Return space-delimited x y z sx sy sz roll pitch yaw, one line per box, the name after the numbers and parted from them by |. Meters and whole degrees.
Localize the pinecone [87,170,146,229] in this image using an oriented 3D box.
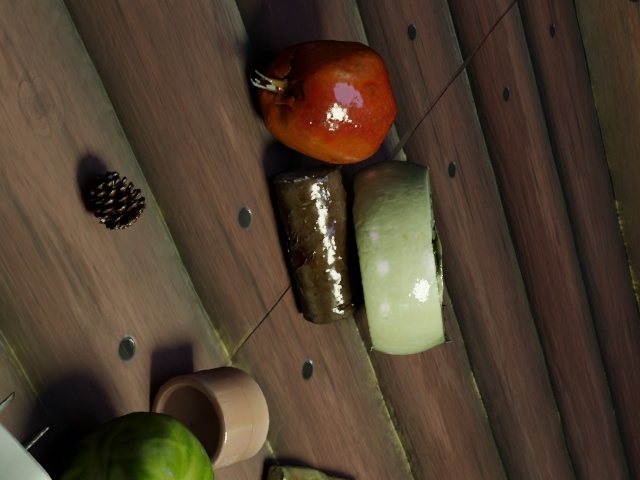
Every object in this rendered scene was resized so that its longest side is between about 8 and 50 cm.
-0.282 -0.056 1.530 0.077 0.077 0.083 -51 132 -41 | pinecone

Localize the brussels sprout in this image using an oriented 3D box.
-0.254 0.368 1.464 0.210 0.219 0.271 50 36 -41 | brussels sprout

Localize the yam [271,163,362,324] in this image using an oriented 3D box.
0.001 0.000 1.911 0.131 0.131 0.280 -40 125 -48 | yam

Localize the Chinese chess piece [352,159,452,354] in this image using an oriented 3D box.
0.145 0.029 1.988 0.349 0.146 0.349 -6 90 -85 | Chinese chess piece

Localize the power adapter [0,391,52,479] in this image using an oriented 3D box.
-0.418 0.275 1.265 0.187 0.124 0.255 49 45 -7 | power adapter

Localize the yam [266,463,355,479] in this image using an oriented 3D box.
0.005 0.450 1.991 0.317 0.067 0.071 28 39 -53 | yam

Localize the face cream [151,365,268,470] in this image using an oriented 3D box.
-0.165 0.267 1.654 0.104 0.149 0.149 -5 96 -55 | face cream

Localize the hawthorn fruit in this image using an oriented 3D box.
-0.010 -0.235 1.819 0.299 0.211 0.211 2 90 -45 | hawthorn fruit
